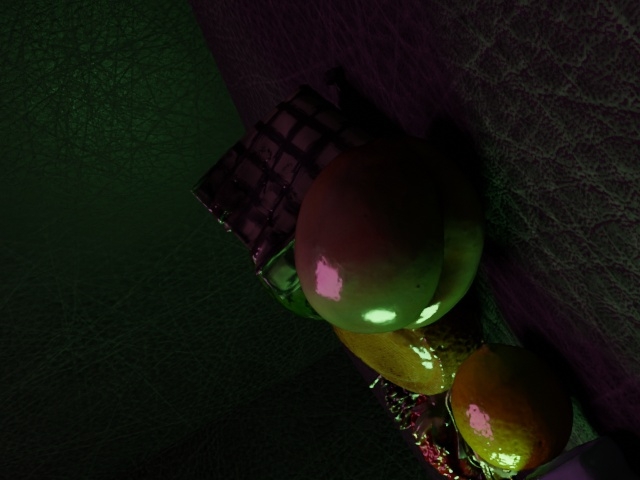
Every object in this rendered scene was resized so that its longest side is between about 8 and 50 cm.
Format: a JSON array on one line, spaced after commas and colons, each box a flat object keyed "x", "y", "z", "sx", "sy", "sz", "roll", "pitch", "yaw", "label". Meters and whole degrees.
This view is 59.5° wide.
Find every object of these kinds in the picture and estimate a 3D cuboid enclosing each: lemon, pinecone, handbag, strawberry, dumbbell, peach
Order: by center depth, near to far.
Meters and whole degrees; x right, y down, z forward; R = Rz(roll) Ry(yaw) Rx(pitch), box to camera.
[{"x": 0.099, "y": -0.007, "z": 0.818, "sx": 0.247, "sy": 0.292, "sz": 0.292, "roll": 0, "pitch": 120, "yaw": 61, "label": "peach"}, {"x": 0.294, "y": 0.253, "z": 0.871, "sx": 0.178, "sy": 0.178, "sz": 0.203, "roll": -177, "pitch": 65, "yaw": -80, "label": "lemon"}, {"x": -0.041, "y": -0.103, "z": 1.046, "sx": 0.325, "sy": 0.327, "sz": 0.162, "roll": 44, "pitch": 176, "yaw": 40, "label": "handbag"}, {"x": 0.039, "y": -0.291, "z": 1.078, "sx": 0.036, "sy": 0.040, "sz": 0.083, "roll": -37, "pitch": 80, "yaw": 51, "label": "dumbbell"}, {"x": 0.303, "y": 0.477, "z": 1.342, "sx": 0.306, "sy": 0.138, "sz": 0.233, "roll": 57, "pitch": -153, "yaw": -37, "label": "strawberry"}, {"x": 0.254, "y": 0.411, "z": 1.515, "sx": 0.179, "sy": 0.184, "sz": 0.204, "roll": 70, "pitch": -149, "yaw": -71, "label": "pinecone"}]

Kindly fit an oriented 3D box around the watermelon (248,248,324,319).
[{"x": 0.000, "y": 0.000, "z": 1.267, "sx": 0.363, "sy": 0.363, "sz": 0.363, "roll": 59, "pitch": 171, "yaw": 15, "label": "watermelon"}]

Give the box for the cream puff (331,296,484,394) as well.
[{"x": 0.169, "y": 0.148, "z": 1.068, "sx": 0.303, "sy": 0.212, "sz": 0.303, "roll": 26, "pitch": 149, "yaw": 18, "label": "cream puff"}]

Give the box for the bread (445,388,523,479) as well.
[{"x": 0.336, "y": 0.385, "z": 1.149, "sx": 0.212, "sy": 0.142, "sz": 0.224, "roll": -86, "pitch": -28, "yaw": -73, "label": "bread"}]

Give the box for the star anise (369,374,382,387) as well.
[{"x": 0.217, "y": 0.297, "z": 1.414, "sx": 0.177, "sy": 0.073, "sz": 0.233, "roll": 21, "pitch": 99, "yaw": 49, "label": "star anise"}]

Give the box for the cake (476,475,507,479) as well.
[{"x": 0.429, "y": 0.791, "z": 1.485, "sx": 0.269, "sy": 0.270, "sz": 0.319, "roll": 58, "pitch": 171, "yaw": 22, "label": "cake"}]

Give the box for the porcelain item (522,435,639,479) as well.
[{"x": 0.434, "y": 0.470, "z": 0.716, "sx": 0.405, "sy": 0.179, "sz": 0.242, "roll": 57, "pitch": 170, "yaw": 25, "label": "porcelain item"}]
